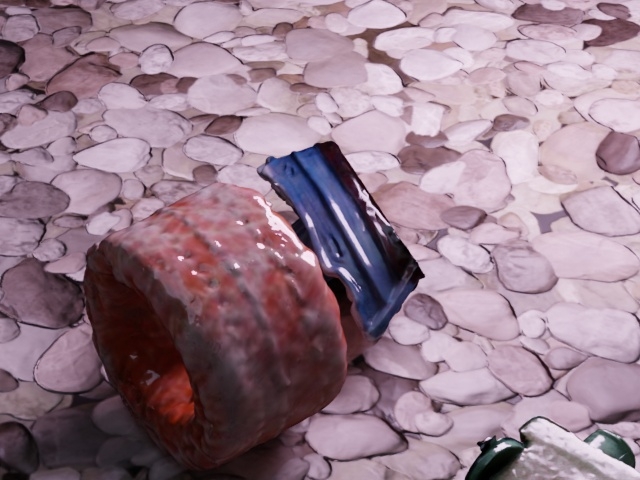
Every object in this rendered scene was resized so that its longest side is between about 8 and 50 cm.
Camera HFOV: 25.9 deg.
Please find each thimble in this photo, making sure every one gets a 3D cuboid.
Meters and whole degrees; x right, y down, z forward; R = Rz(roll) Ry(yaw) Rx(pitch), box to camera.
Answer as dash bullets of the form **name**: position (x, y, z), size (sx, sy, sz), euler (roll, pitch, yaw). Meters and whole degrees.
- **thimble**: position (-0.096, 0.073, 1.234), size (0.162, 0.239, 0.239), euler (-26, 44, -28)

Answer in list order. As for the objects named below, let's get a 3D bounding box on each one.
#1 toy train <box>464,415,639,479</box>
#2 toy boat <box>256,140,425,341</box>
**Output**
- **toy train**: position (0.121, 0.263, 1.037), size (0.326, 0.159, 0.129), euler (-33, 45, -30)
- **toy boat**: position (0.000, 0.000, 1.416), size (0.142, 0.129, 0.309), euler (-36, 42, 3)
